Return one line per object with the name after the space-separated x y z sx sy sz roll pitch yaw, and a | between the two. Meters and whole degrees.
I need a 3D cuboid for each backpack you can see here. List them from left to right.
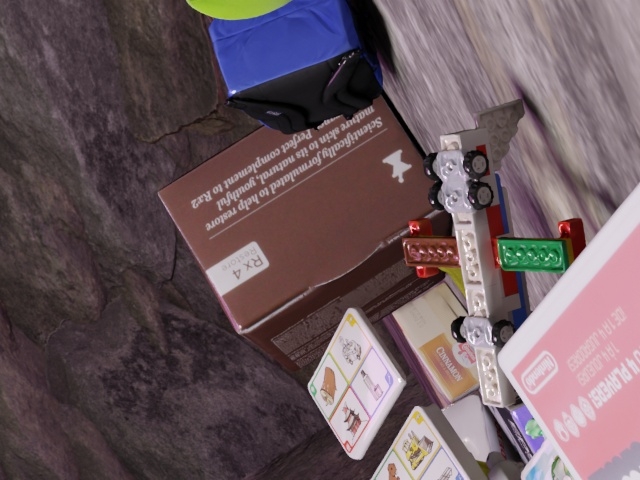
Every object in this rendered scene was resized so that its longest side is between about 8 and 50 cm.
-0.010 -0.128 0.922 0.120 0.098 0.101 38 -141 -69 | backpack

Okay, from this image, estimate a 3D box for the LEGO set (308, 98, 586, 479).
0.089 0.062 0.642 0.182 0.060 0.244 55 143 28 | LEGO set

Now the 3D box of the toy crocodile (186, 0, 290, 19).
-0.053 -0.205 0.536 0.115 0.105 0.340 57 178 21 | toy crocodile

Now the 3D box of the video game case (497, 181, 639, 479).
0.166 0.119 0.439 0.285 0.025 0.204 57 161 15 | video game case

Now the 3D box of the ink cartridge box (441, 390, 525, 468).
0.180 0.273 1.334 0.219 0.093 0.160 46 -157 -31 | ink cartridge box

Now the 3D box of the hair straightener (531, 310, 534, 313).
0.188 0.151 0.900 0.230 0.047 0.089 59 178 -24 | hair straightener

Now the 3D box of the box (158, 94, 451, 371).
0.000 0.000 1.228 0.143 0.191 0.381 58 178 9 | box

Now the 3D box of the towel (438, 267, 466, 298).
0.136 0.054 1.125 0.102 0.021 0.237 59 179 1 | towel

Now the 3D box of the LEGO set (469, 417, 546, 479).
0.127 0.123 0.725 0.107 0.132 0.287 58 179 32 | LEGO set

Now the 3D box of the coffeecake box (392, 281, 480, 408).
0.160 0.157 1.471 0.142 0.068 0.185 58 178 47 | coffeecake box

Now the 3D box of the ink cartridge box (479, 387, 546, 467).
0.221 0.217 1.210 0.206 0.045 0.208 59 177 -3 | ink cartridge box
